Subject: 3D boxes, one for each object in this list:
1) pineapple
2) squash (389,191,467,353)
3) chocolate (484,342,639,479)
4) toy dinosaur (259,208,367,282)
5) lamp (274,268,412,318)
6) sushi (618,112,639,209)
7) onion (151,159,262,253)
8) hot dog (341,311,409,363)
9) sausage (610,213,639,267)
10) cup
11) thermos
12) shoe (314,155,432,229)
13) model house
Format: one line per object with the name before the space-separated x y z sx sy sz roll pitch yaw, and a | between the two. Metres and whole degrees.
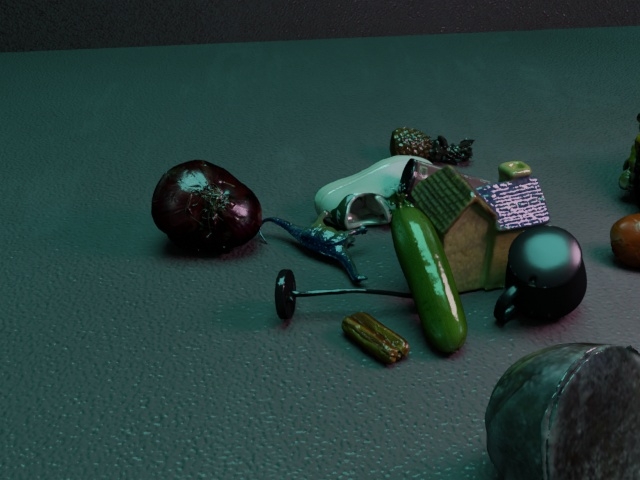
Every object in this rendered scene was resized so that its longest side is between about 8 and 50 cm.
pineapple | 0.336 -0.277 2.358 0.251 0.125 0.125 4 30 -1
squash | 0.219 0.057 1.637 0.101 0.101 0.379 -9 61 -12
chocolate | 0.366 0.295 1.216 0.303 0.303 0.213 -22 12 -31
toy dinosaur | 0.011 -0.004 1.920 0.363 0.076 0.147 27 47 35
lamp | 0.081 0.100 1.701 0.371 0.130 0.108 -8 22 -8
sushi | 0.959 -0.240 2.045 0.328 0.329 0.285 -11 36 -6
onion | -0.274 -0.080 1.940 0.281 0.281 0.221 10 75 19
hot dog | 0.107 0.195 1.597 0.071 0.045 0.165 -24 37 -31
sausage | 0.803 0.004 1.813 0.258 0.133 0.133 8 31 15
cup | 0.451 0.082 1.637 0.223 0.176 0.169 -39 60 -9
thermos | 0.374 -0.118 1.987 0.330 0.136 0.109 15 59 -9
shoe | 0.175 -0.119 2.063 0.363 0.132 0.160 -19 33 -19
model house | 0.357 -0.054 1.806 0.321 0.266 0.261 -10 35 -14
